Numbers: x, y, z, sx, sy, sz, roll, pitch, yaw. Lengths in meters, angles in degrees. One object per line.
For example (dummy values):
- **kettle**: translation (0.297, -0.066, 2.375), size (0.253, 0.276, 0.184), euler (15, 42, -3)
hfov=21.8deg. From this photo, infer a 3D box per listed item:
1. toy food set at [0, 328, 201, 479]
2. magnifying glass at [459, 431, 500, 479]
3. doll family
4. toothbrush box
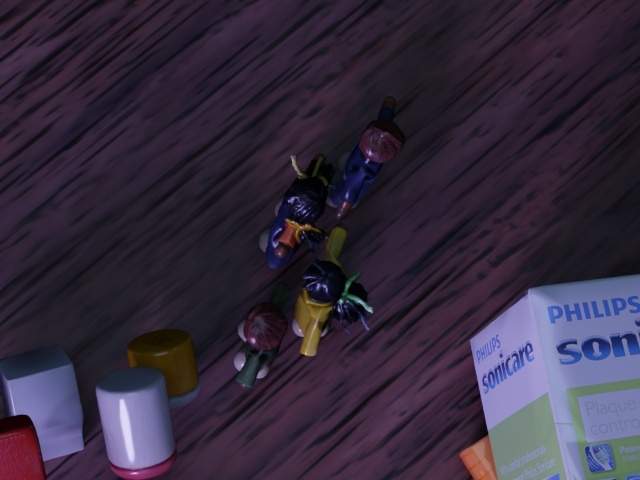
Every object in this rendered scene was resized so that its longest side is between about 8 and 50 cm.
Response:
- **toy food set**: translation (-0.170, 0.135, 0.950), size (0.232, 0.111, 0.104), euler (-14, 109, -19)
- **magnifying glass**: translation (0.158, 0.218, 0.996), size (0.092, 0.026, 0.231), euler (-31, 81, -12)
- **doll family**: translation (0.000, 0.000, 0.987), size (0.076, 0.111, 0.193), euler (11, 75, -3)
- **toothbrush box**: translation (0.223, 0.164, 0.948), size (0.206, 0.122, 0.283), euler (-5, 72, -14)
